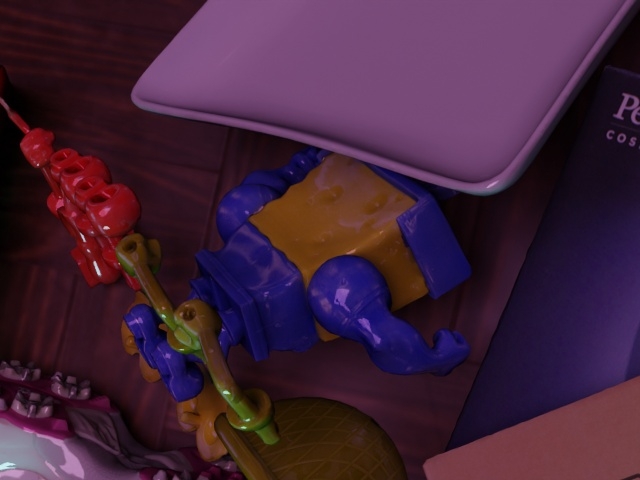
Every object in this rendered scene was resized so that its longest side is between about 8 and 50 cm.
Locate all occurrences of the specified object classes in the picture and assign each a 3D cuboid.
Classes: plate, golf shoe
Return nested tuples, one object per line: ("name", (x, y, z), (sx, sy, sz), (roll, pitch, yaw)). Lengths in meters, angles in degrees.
("plate", (0.068, -0.140, 0.749), (0.278, 0.045, 0.277), (18, 63, 44))
("golf shoe", (-0.112, 0.181, 0.828), (0.306, 0.115, 0.140), (22, 99, 24))

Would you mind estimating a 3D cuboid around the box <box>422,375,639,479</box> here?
("box", (0.148, 0.161, 0.586), (0.164, 0.021, 0.201), (-25, 73, 22))

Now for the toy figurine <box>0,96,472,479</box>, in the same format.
("toy figurine", (0.000, 0.000, 0.741), (0.217, 0.191, 0.362), (-30, 33, -13))

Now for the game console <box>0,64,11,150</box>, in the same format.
("game console", (-0.254, -0.044, 0.898), (0.085, 0.124, 0.144), (10, 87, -10))

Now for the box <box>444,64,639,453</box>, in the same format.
("box", (0.232, 0.108, 0.671), (0.296, 0.183, 0.294), (22, 89, 27))
